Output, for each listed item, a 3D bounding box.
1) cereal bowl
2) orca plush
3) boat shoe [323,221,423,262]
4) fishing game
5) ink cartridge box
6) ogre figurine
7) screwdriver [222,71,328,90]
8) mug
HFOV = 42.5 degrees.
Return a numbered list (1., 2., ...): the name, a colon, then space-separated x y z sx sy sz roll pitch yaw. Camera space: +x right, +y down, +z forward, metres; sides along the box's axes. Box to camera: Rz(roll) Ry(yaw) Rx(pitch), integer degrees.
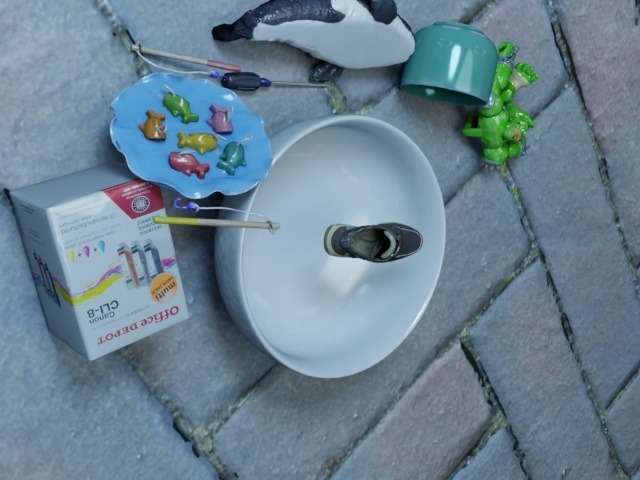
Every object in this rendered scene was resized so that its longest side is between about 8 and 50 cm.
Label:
1. cereal bowl: 0.000 0.000 1.083 0.339 0.141 0.338 -10 107 -35
2. orca plush: -0.007 -0.289 1.070 0.287 0.102 0.151 -11 152 -25
3. boat shoe: 0.075 0.006 1.020 0.152 0.049 0.056 -3 101 -37
4. fishing game: -0.138 -0.123 0.899 0.189 0.264 0.041 7 141 -24
5. ink cartridge box: -0.243 0.019 0.912 0.128 0.127 0.176 -23 114 -32
6. ogre figurine: 0.284 -0.194 1.287 0.118 0.097 0.197 -51 159 -32
7. screwdriver: -0.056 -0.203 1.075 0.170 0.024 0.025 -2 131 -43
8. mug: 0.183 -0.254 1.184 0.130 0.158 0.097 11 93 -14
